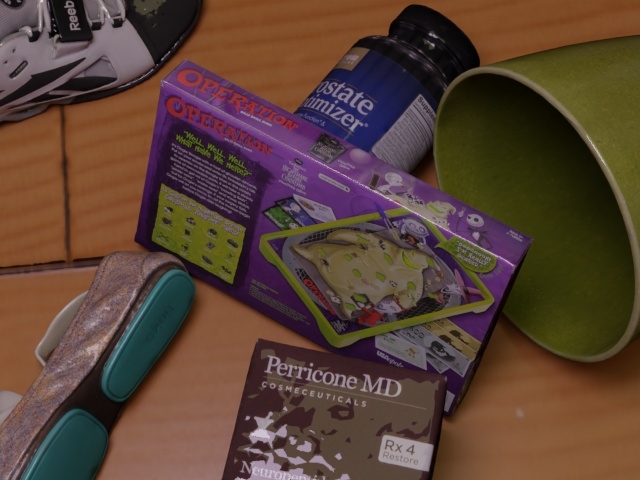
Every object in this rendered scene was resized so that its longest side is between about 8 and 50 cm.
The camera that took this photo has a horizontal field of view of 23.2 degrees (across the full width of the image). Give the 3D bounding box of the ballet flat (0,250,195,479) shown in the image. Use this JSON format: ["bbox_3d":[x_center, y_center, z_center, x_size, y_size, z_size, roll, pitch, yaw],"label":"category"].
[{"bbox_3d":[-0.230,0.141,1.410,0.106,0.107,0.316,19,64,30],"label":"ballet flat"}]

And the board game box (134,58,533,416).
[{"bbox_3d":[0.000,0.000,1.389,0.347,0.208,0.056,29,50,12],"label":"board game box"}]

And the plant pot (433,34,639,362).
[{"bbox_3d":[0.300,-0.075,1.394,0.293,0.275,0.275,-25,69,-23],"label":"plant pot"}]

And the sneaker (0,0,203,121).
[{"bbox_3d":[-0.266,-0.202,1.509,0.330,0.146,0.122,-28,69,-10],"label":"sneaker"}]

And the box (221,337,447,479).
[{"bbox_3d":[0.006,0.216,1.323,0.168,0.167,0.203,11,70,6],"label":"box"}]

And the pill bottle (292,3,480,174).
[{"bbox_3d":[0.049,-0.114,1.473,0.123,0.123,0.219,36,74,14],"label":"pill bottle"}]
